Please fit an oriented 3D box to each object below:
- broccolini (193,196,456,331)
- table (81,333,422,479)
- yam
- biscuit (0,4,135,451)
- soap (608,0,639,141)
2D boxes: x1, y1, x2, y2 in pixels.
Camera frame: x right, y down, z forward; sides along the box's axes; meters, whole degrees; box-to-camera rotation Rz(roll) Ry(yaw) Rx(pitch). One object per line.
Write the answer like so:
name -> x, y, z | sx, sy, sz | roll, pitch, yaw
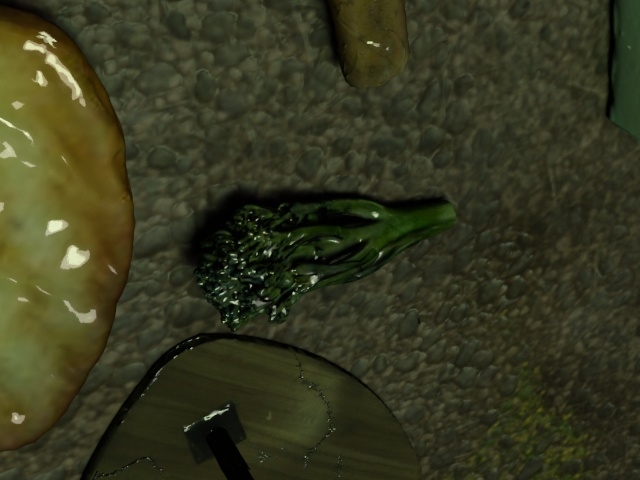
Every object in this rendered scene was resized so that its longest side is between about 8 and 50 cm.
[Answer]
broccolini -> 0.013, 0.004, 0.906 | 0.203, 0.068, 0.091 | -15, 111, -23
table -> -0.025, 0.280, 0.961 | 0.317, 0.249, 0.317 | -17, 130, -21
yam -> 0.012, -0.191, 0.769 | 0.057, 0.057, 0.241 | -26, 135, -13
biscuit -> -0.184, 0.004, 0.796 | 0.154, 0.045, 0.299 | 1, 121, -31
soap -> 0.346, -0.165, 0.963 | 0.289, 0.095, 0.173 | -23, 133, -16
